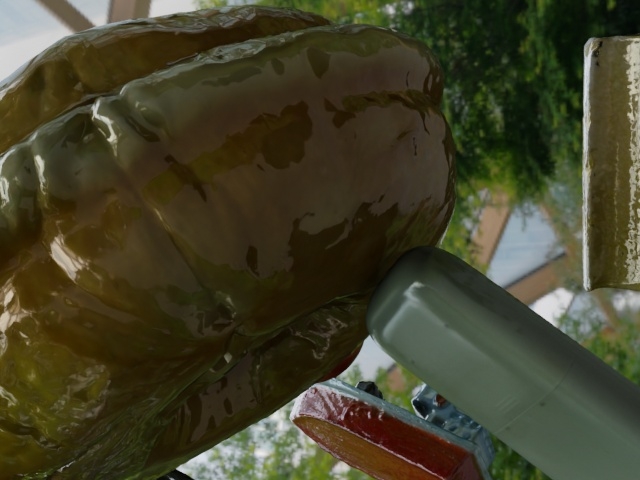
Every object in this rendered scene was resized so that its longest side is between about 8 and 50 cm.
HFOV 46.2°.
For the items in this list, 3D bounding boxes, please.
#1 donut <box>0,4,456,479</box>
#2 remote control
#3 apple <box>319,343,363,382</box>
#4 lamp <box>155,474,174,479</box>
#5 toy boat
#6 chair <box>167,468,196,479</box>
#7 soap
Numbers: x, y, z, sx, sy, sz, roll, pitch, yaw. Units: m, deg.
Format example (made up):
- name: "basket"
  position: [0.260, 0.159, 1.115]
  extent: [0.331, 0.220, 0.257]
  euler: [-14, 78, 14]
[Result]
- name: "donut"
  position: [-0.092, 0.024, 0.533]
  extent: [0.198, 0.449, 0.449]
  euler: [54, -153, 16]
- name: "remote control"
  position: [0.158, 0.116, 0.427]
  extent: [0.038, 0.309, 0.090]
  euler: [-49, -8, -42]
- name: "apple"
  position: [-0.020, 0.095, 0.906]
  extent: [0.163, 0.139, 0.164]
  euler: [3, -94, -64]
- name: "lamp"
  position: [-0.394, 0.443, 1.323]
  extent: [0.257, 0.303, 0.303]
  euler: [-27, -62, -11]
- name: "toy boat"
  position: [0.094, 0.249, 1.049]
  extent: [0.133, 0.331, 0.145]
  euler: [-49, -48, -27]
- name: "chair"
  position: [-0.256, 0.276, 0.859]
  extent: [0.229, 0.106, 0.113]
  euler: [40, -160, -3]
- name: "soap"
  position: [0.461, -0.106, 0.971]
  extent: [0.293, 0.156, 0.335]
  euler: [-18, -71, -39]
